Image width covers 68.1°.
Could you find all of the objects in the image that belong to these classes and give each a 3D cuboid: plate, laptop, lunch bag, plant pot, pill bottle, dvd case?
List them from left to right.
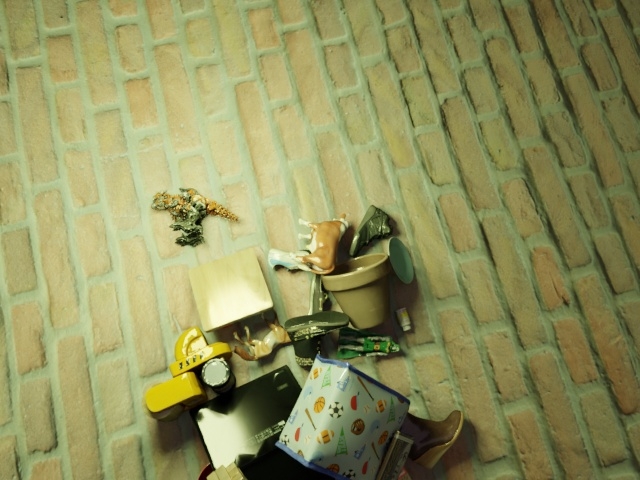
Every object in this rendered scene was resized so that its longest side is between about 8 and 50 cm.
[{"bbox_3d":[-0.194,0.724,1.644,0.382,0.236,0.408,-19,50,-26],"label":"laptop"},{"bbox_3d":[0.100,0.599,1.539,0.385,0.239,0.328,34,73,-27],"label":"lunch bag"},{"bbox_3d":[0.159,0.192,1.744,0.263,0.263,0.229,-20,97,-8],"label":"plant pot"},{"bbox_3d":[0.240,0.747,1.567,0.018,0.164,0.221,16,72,36],"label":"dvd case"},{"bbox_3d":[0.301,0.077,1.817,0.024,0.188,0.188,-23,77,32],"label":"plate"},{"bbox_3d":[0.319,0.302,1.815,0.043,0.043,0.083,-16,79,-7],"label":"pill bottle"}]

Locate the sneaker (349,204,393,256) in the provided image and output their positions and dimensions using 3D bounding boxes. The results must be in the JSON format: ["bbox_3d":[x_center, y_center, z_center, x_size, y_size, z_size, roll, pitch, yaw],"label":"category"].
[{"bbox_3d":[0.204,-0.020,1.858,0.130,0.087,0.227,28,72,9],"label":"sneaker"}]

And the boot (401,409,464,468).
[{"bbox_3d":[0.378,0.671,1.711,0.207,0.090,0.248,38,81,3],"label":"boot"}]

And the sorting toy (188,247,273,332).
[{"bbox_3d":[-0.327,0.191,1.747,0.255,0.089,0.257,-20,61,-8],"label":"sorting toy"}]

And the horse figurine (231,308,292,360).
[{"bbox_3d":[-0.203,0.357,1.745,0.263,0.066,0.174,-38,95,-25],"label":"horse figurine"}]

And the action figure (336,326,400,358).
[{"bbox_3d":[0.182,0.389,1.768,0.232,0.063,0.137,5,104,-2],"label":"action figure"}]

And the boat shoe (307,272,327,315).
[{"bbox_3d":[-0.009,0.231,1.794,0.068,0.081,0.228,6,84,-4],"label":"boat shoe"}]

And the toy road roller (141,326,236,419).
[{"bbox_3d":[-0.466,0.456,1.657,0.329,0.202,0.241,-25,68,-14],"label":"toy road roller"}]

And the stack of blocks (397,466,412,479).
[{"bbox_3d":[0.170,0.766,1.677,0.171,0.087,0.297,-30,81,-10],"label":"stack of blocks"}]

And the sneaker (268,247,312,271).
[{"bbox_3d":[-0.084,0.079,1.828,0.237,0.085,0.086,4,103,-6],"label":"sneaker"}]

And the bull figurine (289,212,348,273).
[{"bbox_3d":[0.000,0.000,1.776,0.188,0.101,0.310,6,43,7],"label":"bull figurine"}]

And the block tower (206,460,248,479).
[{"bbox_3d":[-0.217,0.836,1.468,0.091,0.097,0.335,-36,115,-18],"label":"block tower"}]

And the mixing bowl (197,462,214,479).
[{"bbox_3d":[-0.336,0.834,1.613,0.181,0.098,0.181,7,69,-18],"label":"mixing bowl"}]

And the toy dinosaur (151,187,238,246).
[{"bbox_3d":[-0.488,-0.110,1.810,0.322,0.164,0.218,-2,60,17],"label":"toy dinosaur"}]

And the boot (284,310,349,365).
[{"bbox_3d":[-0.001,0.356,1.720,0.236,0.085,0.179,-9,111,6],"label":"boot"}]
